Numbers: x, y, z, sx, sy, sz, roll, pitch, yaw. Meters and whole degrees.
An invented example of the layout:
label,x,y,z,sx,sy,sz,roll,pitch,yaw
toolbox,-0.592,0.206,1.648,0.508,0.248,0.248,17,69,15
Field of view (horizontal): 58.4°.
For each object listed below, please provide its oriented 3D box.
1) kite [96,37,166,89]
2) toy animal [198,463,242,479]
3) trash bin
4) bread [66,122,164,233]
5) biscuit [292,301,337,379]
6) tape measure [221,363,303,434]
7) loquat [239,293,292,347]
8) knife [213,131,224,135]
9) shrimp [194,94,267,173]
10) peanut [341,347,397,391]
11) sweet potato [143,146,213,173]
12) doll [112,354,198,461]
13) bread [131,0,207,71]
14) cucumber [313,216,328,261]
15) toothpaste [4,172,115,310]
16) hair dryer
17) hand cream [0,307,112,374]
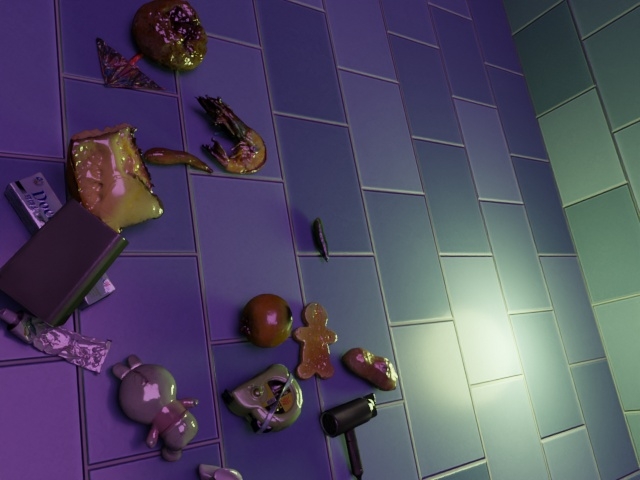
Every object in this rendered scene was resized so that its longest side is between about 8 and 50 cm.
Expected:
label,x,y,z,sx,sy,sz,roll,pitch,yaw
kite,-0.559,-0.492,1.651,0.232,0.009,0.189,40,52,-18
toy animal,-0.252,0.641,1.353,0.178,0.127,0.193,51,53,-7
trash bin,-0.568,0.045,1.269,0.164,0.122,0.240,38,78,-5
bread,-0.537,-0.151,1.437,0.204,0.163,0.262,-28,112,-42
biscuit,-0.017,0.302,1.728,0.153,0.030,0.234,11,66,-35
tape measure,-0.138,0.428,1.540,0.200,0.106,0.175,-27,76,-43
loquat,-0.148,0.223,1.592,0.163,0.137,0.163,-1,92,-37
knife,-0.294,-0.336,1.791,0.091,0.005,0.014,-19,83,-41
shrimp,-0.286,-0.308,1.746,0.289,0.075,0.178,44,54,-35
peanut,0.161,0.399,1.792,0.214,0.099,0.099,31,56,-17
sweet potato,-0.403,-0.232,1.642,0.214,0.050,0.050,6,69,-38
doll,-0.382,0.390,1.361,0.155,0.113,0.275,-36,96,-37
bread,-0.443,-0.624,1.718,0.230,0.123,0.230,16,60,-31
cucumber,0.000,0.000,1.860,0.037,0.037,0.155,-2,72,-38
toothpaste,-0.622,0.003,1.368,0.081,0.067,0.336,-35,95,-43
hair dryer,0.112,0.599,1.694,0.196,0.078,0.248,-8,87,-39
hand cream,-0.606,0.221,1.304,0.257,0.050,0.084,33,56,-31
